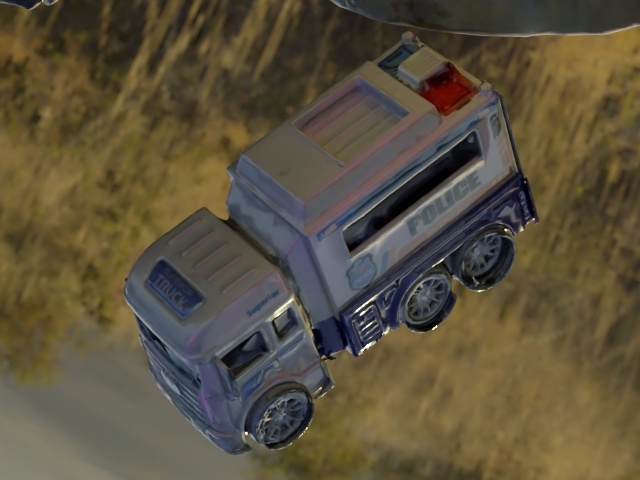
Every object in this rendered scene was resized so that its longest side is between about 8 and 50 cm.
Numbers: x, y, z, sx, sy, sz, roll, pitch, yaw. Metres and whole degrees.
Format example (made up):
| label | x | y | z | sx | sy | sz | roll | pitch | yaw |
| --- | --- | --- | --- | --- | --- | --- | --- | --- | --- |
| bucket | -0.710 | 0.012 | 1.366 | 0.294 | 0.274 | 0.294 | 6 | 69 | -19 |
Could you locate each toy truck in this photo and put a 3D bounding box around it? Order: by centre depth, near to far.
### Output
| label | x | y | z | sx | sy | sz | roll | pitch | yaw |
| --- | --- | --- | --- | --- | --- | --- | --- | --- | --- |
| toy truck | 0.000 | 0.000 | 1.096 | 0.124 | 0.268 | 0.155 | 39 | 159 | 41 |

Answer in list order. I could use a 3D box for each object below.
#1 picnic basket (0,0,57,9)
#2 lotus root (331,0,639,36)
| label | x | y | z | sx | sy | sz | roll | pitch | yaw |
| --- | --- | --- | --- | --- | --- | --- | --- | --- | --- |
| picnic basket | -0.224 | -0.301 | 1.185 | 0.222 | 0.129 | 0.297 | 17 | 135 | -11 |
| lotus root | 0.094 | -0.228 | 0.882 | 0.375 | 0.390 | 0.111 | -7 | 124 | 7 |
